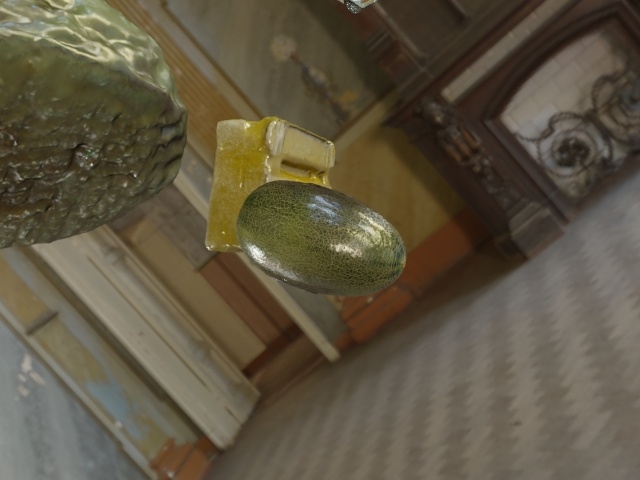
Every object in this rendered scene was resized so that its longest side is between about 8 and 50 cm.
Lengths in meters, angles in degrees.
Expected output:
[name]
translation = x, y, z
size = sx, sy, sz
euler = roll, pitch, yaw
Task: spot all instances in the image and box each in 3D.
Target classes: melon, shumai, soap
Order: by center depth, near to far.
[melon]
translation = 0.000, 0.000, 0.805
size = 0.099, 0.162, 0.099
euler = 19, -90, -76
[shumai]
translation = -0.348, -0.194, 0.941
size = 0.397, 0.324, 0.324
euler = 9, -37, -44
[soap]
translation = -0.064, -0.070, 1.313
size = 0.091, 0.199, 0.315
euler = 5, 2, 17

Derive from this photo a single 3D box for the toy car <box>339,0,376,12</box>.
[toy car]
translation = 0.034, -0.450, 1.473
size = 0.095, 0.205, 0.056
euler = -50, -33, -5
